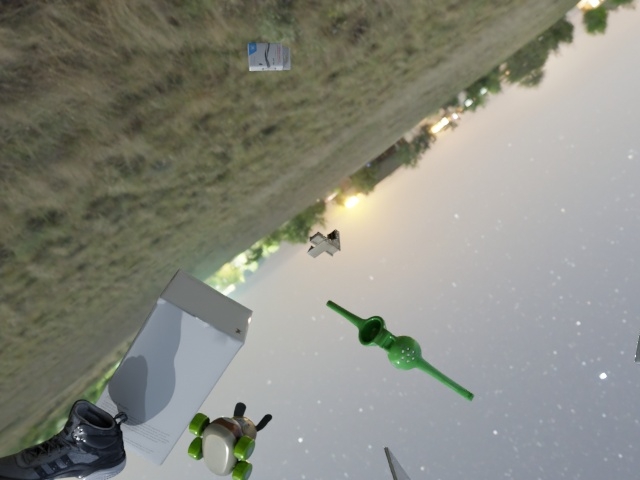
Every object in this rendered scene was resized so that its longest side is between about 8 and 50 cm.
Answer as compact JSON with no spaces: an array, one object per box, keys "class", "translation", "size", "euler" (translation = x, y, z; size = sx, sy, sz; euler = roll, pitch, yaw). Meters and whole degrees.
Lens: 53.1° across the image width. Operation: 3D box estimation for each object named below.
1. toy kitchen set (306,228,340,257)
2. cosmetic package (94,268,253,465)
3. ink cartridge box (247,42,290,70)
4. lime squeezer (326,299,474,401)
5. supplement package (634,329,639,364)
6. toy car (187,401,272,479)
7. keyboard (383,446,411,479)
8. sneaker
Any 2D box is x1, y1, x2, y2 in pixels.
[{"class":"toy kitchen set","translation":[0.000,0.000,1.705],"size":[0.068,0.083,0.075],"euler":[-36,-144,30]},{"class":"cosmetic package","translation":[-0.320,0.271,1.359],"size":[0.366,0.196,0.155],"euler":[-55,-171,17]},{"class":"ink cartridge box","translation":[-0.100,-0.362,1.258],"size":[0.083,0.048,0.028],"euler":[-4,180,-8]},{"class":"lime squeezer","translation":[0.120,0.168,1.080],"size":[0.110,0.310,0.059],"euler":[7,111,-62]},{"class":"supplement package","translation":[0.470,0.074,0.797],"size":[0.105,0.180,0.105],"euler":[12,-174,38]},{"class":"toy car","translation":[-0.199,0.454,1.530],"size":[0.188,0.154,0.149],"euler":[-39,144,-54]},{"class":"keyboard","translation":[0.137,0.332,0.704],"size":[0.014,0.256,0.072],"euler":[-32,-157,1]},{"class":"sneaker","translation":[-0.497,0.384,1.207],"size":[0.268,0.101,0.153],"euler":[1,114,-31]}]
